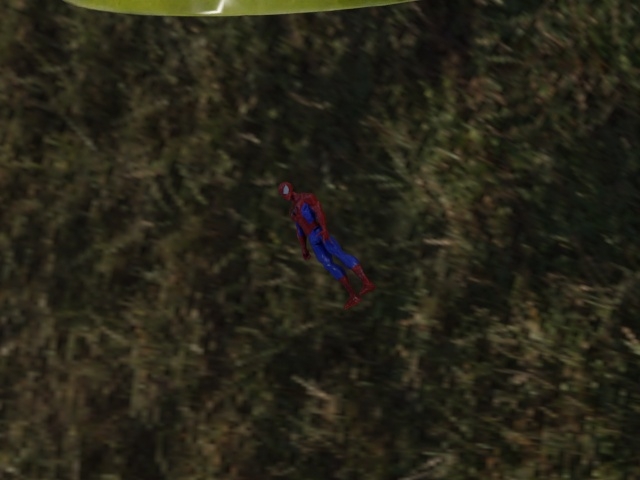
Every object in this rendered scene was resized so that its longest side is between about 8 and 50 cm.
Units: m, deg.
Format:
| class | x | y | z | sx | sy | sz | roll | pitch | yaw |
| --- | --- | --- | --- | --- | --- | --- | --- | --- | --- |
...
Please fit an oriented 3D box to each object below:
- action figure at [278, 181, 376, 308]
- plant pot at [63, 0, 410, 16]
| class | x | y | z | sx | sy | sz | roll | pitch | yaw |
| --- | --- | --- | --- | --- | --- | --- | --- | --- | --- |
| action figure | 0.000 | 0.000 | 1.535 | 0.115 | 0.030 | 0.038 | 57 | 138 | 11 |
| plant pot | -0.025 | -0.294 | 1.093 | 0.274 | 0.275 | 0.294 | -3 | 90 | 25 |
